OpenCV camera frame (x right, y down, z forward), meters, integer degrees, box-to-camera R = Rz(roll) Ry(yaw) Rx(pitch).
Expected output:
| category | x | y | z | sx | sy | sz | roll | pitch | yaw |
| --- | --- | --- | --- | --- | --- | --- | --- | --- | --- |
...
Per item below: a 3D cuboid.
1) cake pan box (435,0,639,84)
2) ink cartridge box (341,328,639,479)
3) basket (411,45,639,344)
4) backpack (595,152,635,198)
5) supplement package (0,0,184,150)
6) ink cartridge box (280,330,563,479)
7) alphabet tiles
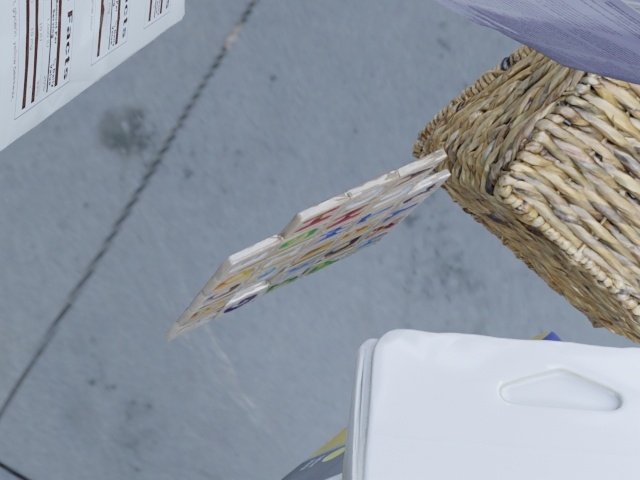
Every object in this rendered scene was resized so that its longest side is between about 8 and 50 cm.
| category | x | y | z | sx | sy | sz | roll | pitch | yaw |
| --- | --- | --- | --- | --- | --- | --- | --- | --- | --- |
| cake pan box | 0.161 | -0.131 | 0.836 | 0.246 | 0.267 | 0.070 | 18 | 91 | 44 |
| ink cartridge box | 0.151 | 0.237 | 1.219 | 0.279 | 0.384 | 0.160 | 4 | 57 | 1 |
| basket | 0.270 | -0.056 | 1.442 | 0.299 | 0.223 | 0.213 | 39 | 87 | -20 |
| backpack | 0.283 | -0.051 | 1.624 | 0.114 | 0.105 | 0.084 | 22 | 101 | -9 |
| supplement package | -0.151 | -0.119 | 0.433 | 0.194 | 0.203 | 0.149 | 5 | 108 | 8 |
| ink cartridge box | 0.119 | 0.179 | 1.527 | 0.307 | 0.304 | 0.072 | -29 | 89 | 35 |
| alphabet tiles | 0.000 | 0.000 | 1.152 | 0.198 | 0.237 | 0.009 | -24 | 81 | -24 |
